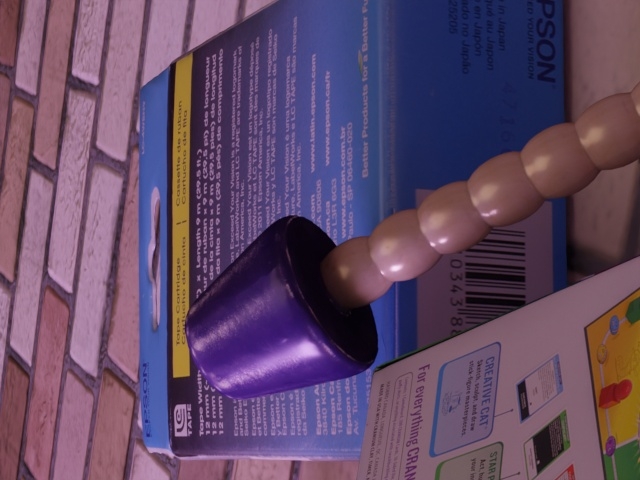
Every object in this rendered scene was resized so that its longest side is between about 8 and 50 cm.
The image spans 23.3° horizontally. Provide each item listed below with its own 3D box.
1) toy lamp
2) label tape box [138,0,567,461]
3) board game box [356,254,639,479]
[{"bbox_3d":[0.063,-0.011,0.652,0.274,0.080,0.080,-30,55,22],"label":"toy lamp"},{"bbox_3d":[0.000,0.000,0.887,0.347,0.115,0.249,164,107,-64],"label":"label tape box"},{"bbox_3d":[0.127,0.111,0.504,0.316,0.064,0.242,-28,40,43],"label":"board game box"}]
